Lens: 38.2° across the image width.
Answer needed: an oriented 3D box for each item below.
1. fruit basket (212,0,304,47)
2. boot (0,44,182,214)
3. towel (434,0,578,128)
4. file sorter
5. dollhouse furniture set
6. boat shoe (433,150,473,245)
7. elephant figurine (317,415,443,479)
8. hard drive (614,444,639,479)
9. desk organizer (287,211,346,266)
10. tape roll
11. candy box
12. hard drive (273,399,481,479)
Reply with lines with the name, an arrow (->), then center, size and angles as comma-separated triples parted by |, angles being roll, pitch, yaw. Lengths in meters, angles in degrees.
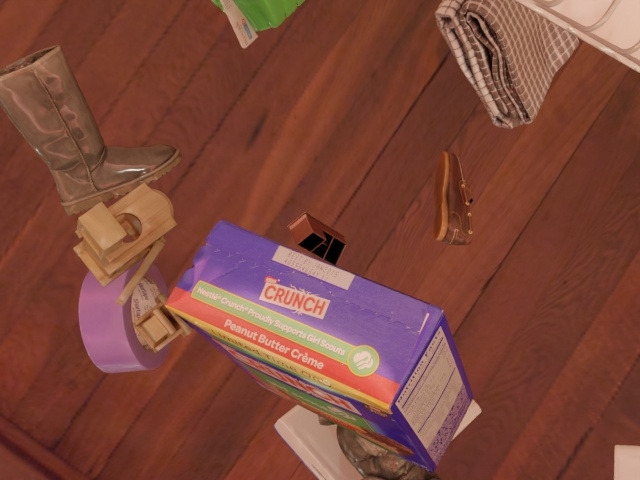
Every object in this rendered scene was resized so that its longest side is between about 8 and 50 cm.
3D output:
fruit basket -> -0.164, -0.643, 1.989 | 0.353, 0.165, 0.327 | 57, 50, -26
boot -> -0.302, -0.156, 1.203 | 0.190, 0.076, 0.208 | -26, 109, -14
towel -> 0.334, -0.365, 1.622 | 0.121, 0.283, 0.235 | -2, 49, 40
file sorter -> 0.391, -0.325, 1.134 | 0.278, 0.173, 0.192 | 21, 109, -26
dollhouse furniture set -> -0.174, 0.027, 0.997 | 0.101, 0.182, 0.161 | -39, 93, -19
boat shoe -> 0.255, -0.078, 1.764 | 0.073, 0.073, 0.206 | 10, 58, -8
elephant figurine -> 0.122, 0.352, 1.346 | 0.170, 0.186, 0.239 | -18, 95, -8
hard drive -> 0.672, 0.466, 1.539 | 0.353, 0.047, 0.233 | -5, 64, 29
desk organizer -> 0.000, 0.000, 1.766 | 0.047, 0.130, 0.050 | -38, 50, 19
tape roll -> -0.324, 0.127, 1.556 | 0.080, 0.189, 0.188 | -6, 81, 15
candy box -> 0.016, 0.128, 1.042 | 0.268, 0.317, 0.122 | 22, 72, 24
hard drive -> 0.103, 0.300, 1.556 | 0.210, 0.040, 0.319 | 46, 50, 14
